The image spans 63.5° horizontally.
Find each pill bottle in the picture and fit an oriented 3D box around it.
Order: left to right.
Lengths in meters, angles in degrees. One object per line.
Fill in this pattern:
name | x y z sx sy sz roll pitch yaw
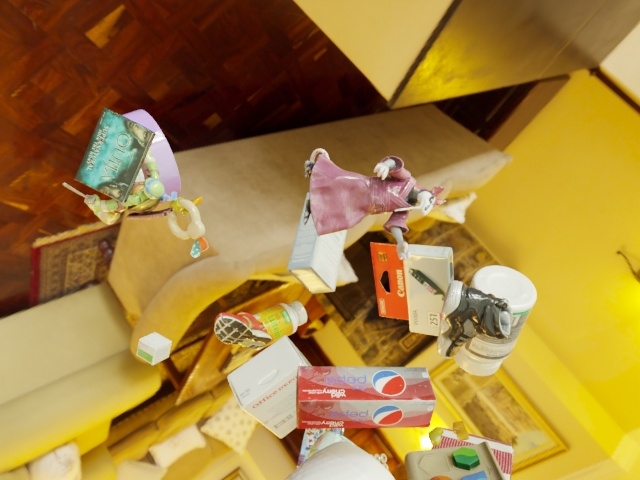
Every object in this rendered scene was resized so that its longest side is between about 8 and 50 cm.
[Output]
pill bottle | -0.182 0.339 2.117 0.246 0.136 0.136 -22 157 -31
pill bottle | 0.569 0.279 1.742 0.204 0.204 0.360 -27 139 -34

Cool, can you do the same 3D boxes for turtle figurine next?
turtle figurine | -0.524 -0.155 1.346 0.275 0.197 0.266 17 159 -32

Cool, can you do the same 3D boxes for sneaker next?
sneaker | -0.286 0.302 1.825 0.107 0.118 0.279 -34 144 11
sneaker | 0.357 0.206 1.203 0.268 0.153 0.101 82 27 -47

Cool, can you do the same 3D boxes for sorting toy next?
sorting toy | 0.334 0.572 1.341 0.229 0.041 0.307 -11 -164 3

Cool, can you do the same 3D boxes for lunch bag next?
lunch bag | 0.095 0.762 1.721 0.108 0.279 0.224 -50 173 -30

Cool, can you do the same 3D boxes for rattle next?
rattle | -0.385 -0.043 1.631 0.130 0.200 0.143 -50 165 8

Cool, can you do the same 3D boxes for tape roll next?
tape roll | -0.518 -0.239 1.522 0.090 0.274 0.274 -27 160 -28

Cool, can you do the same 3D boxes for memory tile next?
memory tile | 0.233 0.922 2.047 0.113 0.147 0.012 17 143 -37

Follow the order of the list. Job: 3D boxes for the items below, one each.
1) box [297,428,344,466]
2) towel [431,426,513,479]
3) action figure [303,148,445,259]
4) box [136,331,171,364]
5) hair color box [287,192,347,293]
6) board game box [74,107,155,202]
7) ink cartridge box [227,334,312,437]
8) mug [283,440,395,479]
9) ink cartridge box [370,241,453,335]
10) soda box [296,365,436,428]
box | 0.007 0.841 2.156 0.044 0.159 0.233 87 15 -58
towel | 0.422 0.694 1.497 0.329 0.237 0.037 -48 140 -54
action figure | 0.143 -0.109 1.372 0.275 0.371 0.247 -86 176 -69
box | -0.724 0.470 2.252 0.102 0.101 0.087 -20 130 -62
hair color box | 0.000 0.000 2.036 0.114 0.374 0.185 -9 141 30
board game box | -0.480 -0.197 1.211 0.186 0.126 0.026 -62 -175 12
ink cartridge box | -0.117 0.464 1.622 0.226 0.131 0.306 -35 138 -7
mug | -0.011 0.637 1.177 0.328 0.276 0.374 -47 -166 -29
ink cartridge box | 0.260 0.140 1.486 0.060 0.239 0.274 -50 137 -51
soda box | 0.084 0.307 1.013 0.264 0.092 0.083 1 123 -4
